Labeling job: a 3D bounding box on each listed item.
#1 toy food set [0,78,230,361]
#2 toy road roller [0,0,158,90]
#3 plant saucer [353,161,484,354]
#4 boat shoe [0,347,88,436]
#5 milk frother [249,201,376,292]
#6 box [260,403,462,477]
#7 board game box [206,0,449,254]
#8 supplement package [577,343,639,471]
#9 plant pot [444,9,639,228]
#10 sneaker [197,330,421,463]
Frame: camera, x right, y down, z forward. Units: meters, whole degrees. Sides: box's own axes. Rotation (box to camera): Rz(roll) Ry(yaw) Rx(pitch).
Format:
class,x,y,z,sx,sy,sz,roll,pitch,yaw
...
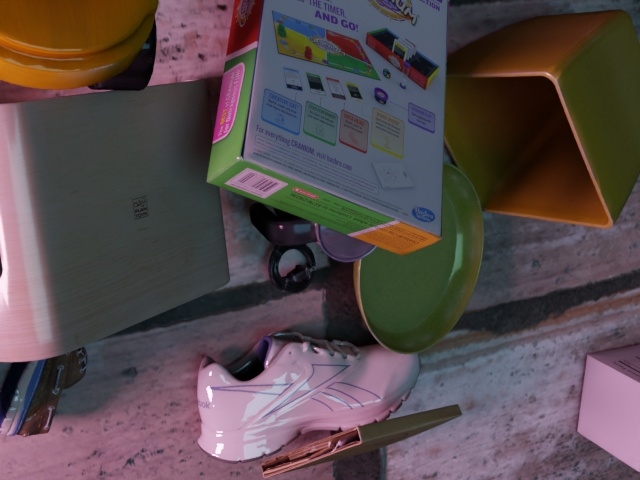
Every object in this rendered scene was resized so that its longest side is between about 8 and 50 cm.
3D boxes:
class,x,y,z,sx,sy,sz,roll,pitch,yaw
toy food set,-0.206,-0.035,0.865,0.306,0.092,0.219,-24,113,-55
toy road roller,-0.220,-0.279,0.707,0.203,0.241,0.329,-3,78,-27
plant saucer,0.117,0.020,1.110,0.241,0.037,0.240,-14,109,-44
boat shoe,-0.287,0.126,0.959,0.066,0.066,0.183,19,107,-35
milk frother,0.000,0.000,1.018,0.129,0.135,0.143,-30,117,-13
box,0.052,0.241,1.086,0.201,0.164,0.021,2,65,-48
board game box,0.022,-0.170,0.925,0.242,0.064,0.316,21,62,-30
supplement package,0.533,0.238,1.364,0.244,0.134,0.139,-5,108,-26
plant pot,0.281,-0.164,1.082,0.187,0.212,0.212,-45,121,-23
sneaker,-0.010,0.167,1.086,0.297,0.111,0.129,-15,106,-23
